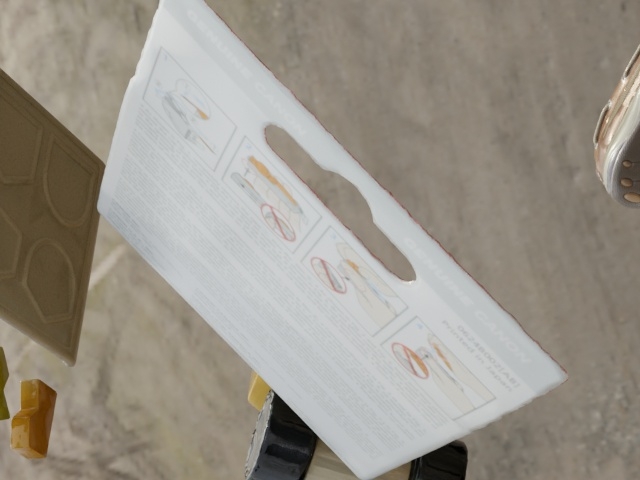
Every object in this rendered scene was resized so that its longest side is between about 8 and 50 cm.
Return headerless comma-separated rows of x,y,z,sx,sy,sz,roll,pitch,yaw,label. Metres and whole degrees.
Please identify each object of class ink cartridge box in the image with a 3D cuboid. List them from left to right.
0.000,0.000,0.859,0.308,0.091,0.385,46,156,3,ink cartridge box

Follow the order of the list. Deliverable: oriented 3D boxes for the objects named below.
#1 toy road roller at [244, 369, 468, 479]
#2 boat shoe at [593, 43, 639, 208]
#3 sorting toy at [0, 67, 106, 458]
0.013,0.209,1.322,0.329,0.202,0.241,-83,13,-55,toy road roller
0.395,-0.196,1.433,0.324,0.123,0.116,-60,22,14,boat shoe
-0.268,0.018,1.117,0.229,0.041,0.307,53,-145,-55,sorting toy
